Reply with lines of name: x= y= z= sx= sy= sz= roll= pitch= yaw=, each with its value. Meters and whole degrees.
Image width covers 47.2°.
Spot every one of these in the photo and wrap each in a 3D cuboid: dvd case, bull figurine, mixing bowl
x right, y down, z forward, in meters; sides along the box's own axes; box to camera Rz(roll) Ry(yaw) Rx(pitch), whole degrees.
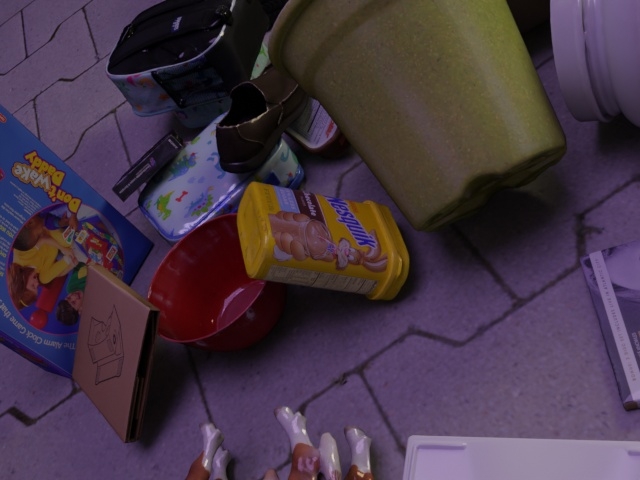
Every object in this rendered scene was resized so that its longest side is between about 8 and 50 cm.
dvd case: x=0.360 y=0.049 z=0.648 sx=0.221 sy=0.018 sz=0.164 roll=-19 pitch=47 yaw=21
bull figurine: x=-0.087 y=0.270 z=0.705 sx=0.310 sy=0.101 sz=0.188 roll=-13 pitch=47 yaw=26
mixing bowl: x=-0.110 y=0.067 z=0.895 sx=0.181 sy=0.098 sz=0.181 roll=-19 pitch=45 yaw=21

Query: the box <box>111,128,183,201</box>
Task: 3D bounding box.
box: x=-0.255 y=-0.116 z=1.094 sx=0.116 sy=0.029 sz=0.162 roll=-43 pitch=17 yaw=0

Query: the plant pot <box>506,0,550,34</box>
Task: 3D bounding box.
plant pot: x=0.250 y=-0.369 z=0.937 sx=0.229 sy=0.263 sz=0.263 roll=-41 pitch=40 yaw=24

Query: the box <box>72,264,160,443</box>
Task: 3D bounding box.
box: x=-0.261 y=0.133 z=0.918 sx=0.201 sy=0.021 sz=0.164 roll=23 pitch=104 yaw=52

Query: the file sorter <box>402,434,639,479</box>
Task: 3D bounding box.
file sorter: x=0.158 y=0.291 z=0.467 sx=0.193 sy=0.173 sz=0.277 roll=-7 pitch=52 yaw=29

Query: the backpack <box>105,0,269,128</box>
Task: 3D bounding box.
backpack: x=-0.216 y=-0.303 z=1.212 sx=0.254 sy=0.191 sz=0.225 roll=-7 pitch=48 yaw=20

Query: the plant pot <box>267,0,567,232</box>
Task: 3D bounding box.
plant pot: x=0.122 y=-0.156 z=0.788 sx=0.276 sy=0.276 sz=0.254 roll=-29 pitch=80 yaw=10

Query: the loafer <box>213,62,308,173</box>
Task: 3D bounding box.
loafer: x=-0.076 y=-0.184 z=0.981 sx=0.080 sy=0.078 sz=0.220 roll=4 pitch=47 yaw=20

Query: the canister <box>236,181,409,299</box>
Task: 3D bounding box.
canister: x=0.000 y=0.000 z=0.818 sx=0.073 sy=0.170 sz=0.126 roll=-62 pitch=31 yaw=35

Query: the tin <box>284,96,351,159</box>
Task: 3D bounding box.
tin: x=-0.010 y=-0.187 z=1.056 sx=0.190 sy=0.040 sz=0.106 roll=43 pitch=117 yaw=47

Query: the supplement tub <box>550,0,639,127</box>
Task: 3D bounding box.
supplement tub: x=0.402 y=-0.224 z=0.695 sx=0.316 sy=0.228 sz=0.228 roll=-1 pitch=54 yaw=34

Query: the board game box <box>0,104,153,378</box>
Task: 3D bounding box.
board game box: x=-0.408 y=-0.002 z=0.974 sx=0.078 sy=0.347 sz=0.233 roll=4 pitch=57 yaw=37

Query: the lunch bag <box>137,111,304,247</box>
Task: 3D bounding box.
lunch bag: x=-0.142 y=-0.075 z=1.043 sx=0.219 sy=0.090 sz=0.176 roll=-45 pitch=42 yaw=-8

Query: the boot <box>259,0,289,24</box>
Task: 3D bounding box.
boot: x=-0.102 y=-0.453 z=1.352 sx=0.198 sy=0.077 sz=0.137 roll=-21 pitch=41 yaw=17

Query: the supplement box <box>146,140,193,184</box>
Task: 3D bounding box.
supplement box: x=-0.243 y=-0.124 z=1.193 sx=0.098 sy=0.036 sz=0.062 roll=-2 pitch=54 yaw=34
